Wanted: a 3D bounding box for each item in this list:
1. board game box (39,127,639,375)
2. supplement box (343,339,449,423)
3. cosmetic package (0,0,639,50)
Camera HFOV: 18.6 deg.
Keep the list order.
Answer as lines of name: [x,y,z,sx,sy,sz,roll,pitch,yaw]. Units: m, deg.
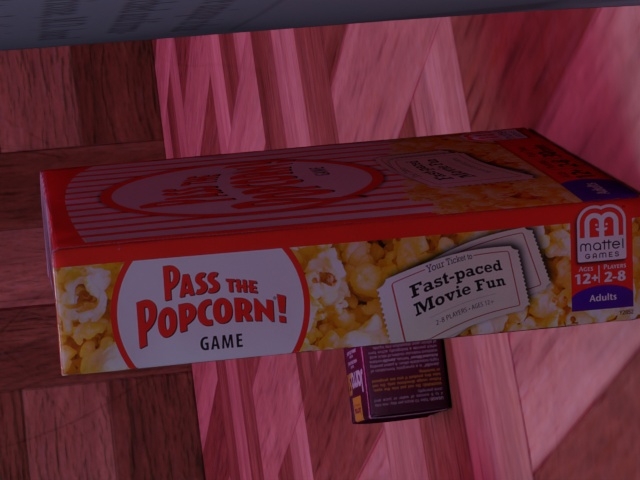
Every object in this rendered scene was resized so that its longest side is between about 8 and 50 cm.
board game box: [0.000,0.000,0.692,0.147,0.193,0.045,-131,36,-74]
supplement box: [0.035,0.049,0.990,0.055,0.043,0.083,135,129,-77]
cosmetic package: [-0.071,-0.207,0.359,0.327,0.393,0.330,-173,77,-82]
